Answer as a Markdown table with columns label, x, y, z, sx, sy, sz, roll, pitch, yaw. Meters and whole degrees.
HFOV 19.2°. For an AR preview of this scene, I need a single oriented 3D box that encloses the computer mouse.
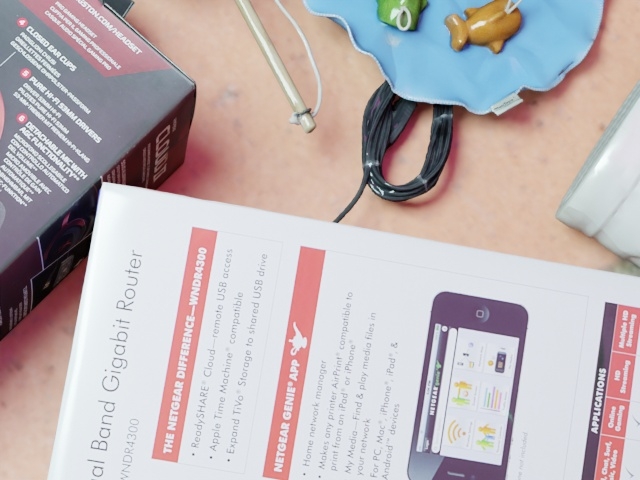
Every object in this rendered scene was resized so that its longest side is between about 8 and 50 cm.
| label | x | y | z | sx | sy | sz | roll | pitch | yaw |
| --- | --- | --- | --- | --- | --- | --- | --- | --- | --- |
| computer mouse | 0.000 | 0.000 | 1.003 | 0.071 | 0.041 | 0.242 | 34 | 63 | 7 |

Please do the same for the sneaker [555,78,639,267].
| label | x | y | z | sx | sy | sz | roll | pitch | yaw |
| --- | --- | --- | --- | --- | --- | --- | --- | --- | --- |
| sneaker | 0.275 | -0.086 | 1.023 | 0.169 | 0.108 | 0.292 | 34 | 86 | 3 |

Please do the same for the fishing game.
| label | x | y | z | sx | sy | sz | roll | pitch | yaw |
| --- | --- | --- | --- | --- | --- | --- | --- | --- | --- |
| fishing game | 0.074 | -0.158 | 1.048 | 0.264 | 0.041 | 0.189 | -21 | 77 | -22 |

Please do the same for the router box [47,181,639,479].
| label | x | y | z | sx | sy | sz | roll | pitch | yaw |
| --- | --- | --- | --- | --- | --- | --- | --- | --- | --- |
| router box | 0.016 | 0.163 | 0.881 | 0.301 | 0.082 | 0.335 | 11 | 81 | -4 |

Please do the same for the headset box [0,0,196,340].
| label | x | y | z | sx | sy | sz | roll | pitch | yaw |
| --- | --- | --- | --- | --- | --- | --- | --- | --- | --- |
| headset box | -0.219 | -0.052 | 0.949 | 0.218 | 0.110 | 0.293 | 41 | 71 | 7 |
